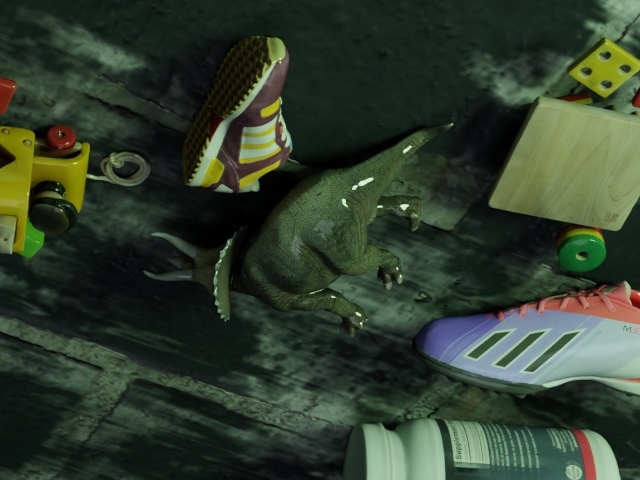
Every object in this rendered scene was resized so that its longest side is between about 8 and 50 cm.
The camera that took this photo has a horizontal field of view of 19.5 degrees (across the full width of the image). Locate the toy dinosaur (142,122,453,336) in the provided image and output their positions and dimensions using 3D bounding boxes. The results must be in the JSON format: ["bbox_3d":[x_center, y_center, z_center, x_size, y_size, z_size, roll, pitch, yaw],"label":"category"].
[{"bbox_3d":[0.000,0.000,1.714,0.313,0.121,0.160,-34,146,33],"label":"toy dinosaur"}]

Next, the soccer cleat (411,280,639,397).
[{"bbox_3d":[0.251,0.088,1.848,0.318,0.109,0.116,5,116,-4],"label":"soccer cleat"}]

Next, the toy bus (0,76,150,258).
[{"bbox_3d":[-0.285,-0.039,1.675,0.202,0.104,0.191,-27,131,24],"label":"toy bus"}]

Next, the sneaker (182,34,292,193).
[{"bbox_3d":[-0.055,-0.111,1.645,0.083,0.070,0.185,10,142,-25],"label":"sneaker"}]

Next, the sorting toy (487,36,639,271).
[{"bbox_3d":[0.236,-0.085,1.689,0.132,0.046,0.274,10,135,-12],"label":"sorting toy"}]

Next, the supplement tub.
[{"bbox_3d":[0.167,0.286,1.972,0.272,0.191,0.191,5,136,-7],"label":"supplement tub"}]
